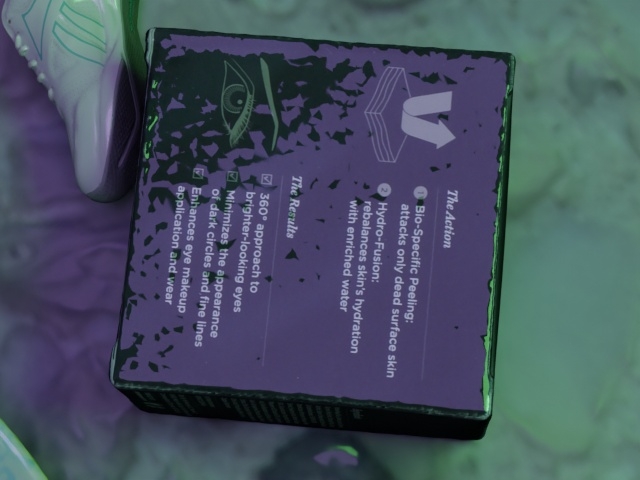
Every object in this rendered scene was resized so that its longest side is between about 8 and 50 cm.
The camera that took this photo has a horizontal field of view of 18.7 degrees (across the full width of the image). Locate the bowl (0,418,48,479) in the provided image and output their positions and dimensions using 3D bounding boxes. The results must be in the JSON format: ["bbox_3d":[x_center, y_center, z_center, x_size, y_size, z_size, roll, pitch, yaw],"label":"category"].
[{"bbox_3d":[-0.246,0.169,0.760,0.289,0.289,0.156,50,126,11],"label":"bowl"}]

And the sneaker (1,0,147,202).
[{"bbox_3d":[-0.111,-0.087,0.887,0.061,0.054,0.152,-8,71,9],"label":"sneaker"}]

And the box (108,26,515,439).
[{"bbox_3d":[0.000,0.000,0.838,0.158,0.093,0.156,5,77,4],"label":"box"}]
